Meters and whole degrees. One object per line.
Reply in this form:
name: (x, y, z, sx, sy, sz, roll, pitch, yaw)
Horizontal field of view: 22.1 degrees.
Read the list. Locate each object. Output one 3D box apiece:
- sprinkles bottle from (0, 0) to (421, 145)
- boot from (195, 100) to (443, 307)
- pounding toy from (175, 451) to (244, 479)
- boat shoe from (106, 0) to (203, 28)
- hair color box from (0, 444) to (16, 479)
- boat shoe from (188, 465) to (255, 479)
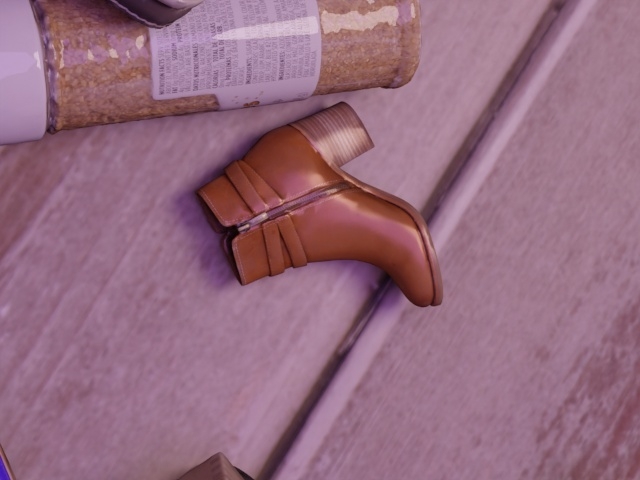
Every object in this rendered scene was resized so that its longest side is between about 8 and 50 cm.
sprinkles bottle: (-0.101, -0.156, 1.283, 0.355, 0.121, 0.121, -10, 95, -18)
boot: (0.000, 0.000, 1.353, 0.152, 0.073, 0.197, -32, 90, -16)
pounding toy: (-0.101, 0.242, 1.220, 0.130, 0.100, 0.141, -34, 111, 4)
boat shoe: (-0.211, -0.269, 1.209, 0.324, 0.097, 0.116, 46, 35, 5)
hair color box: (-0.238, 0.289, 1.220, 0.110, 0.185, 0.339, -25, 100, -14)
boat shoe: (0.011, 0.309, 1.354, 0.335, 0.095, 0.112, 42, 79, -16)
